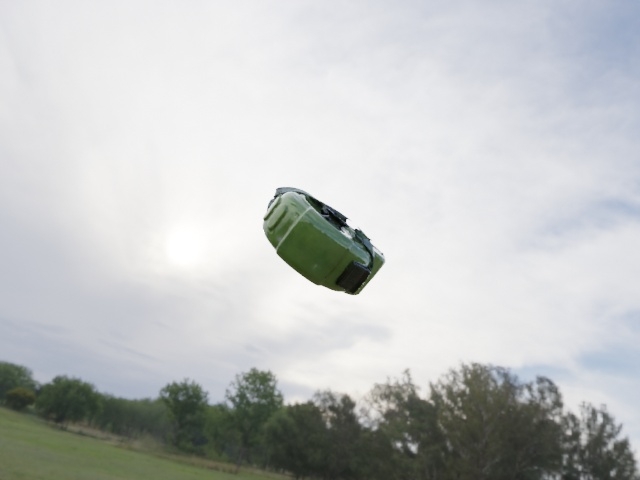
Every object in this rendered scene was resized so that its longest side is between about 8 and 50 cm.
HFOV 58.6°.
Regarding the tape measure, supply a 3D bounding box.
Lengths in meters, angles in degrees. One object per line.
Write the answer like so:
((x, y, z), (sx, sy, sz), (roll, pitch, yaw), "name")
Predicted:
((0.000, 0.000, 0.725), (0.177, 0.087, 0.154), (37, 11, -1), "tape measure")
